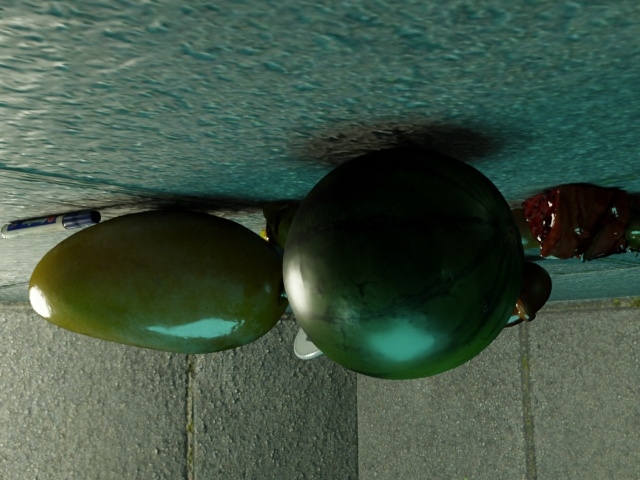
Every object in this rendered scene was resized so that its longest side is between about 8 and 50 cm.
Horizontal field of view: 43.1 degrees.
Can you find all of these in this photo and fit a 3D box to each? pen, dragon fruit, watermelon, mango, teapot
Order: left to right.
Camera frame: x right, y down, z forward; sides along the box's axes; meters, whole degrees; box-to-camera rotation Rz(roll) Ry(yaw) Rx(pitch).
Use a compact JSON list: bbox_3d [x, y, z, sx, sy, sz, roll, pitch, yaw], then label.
[{"bbox_3d":[-0.396,-0.024,1.184,0.204,0.025,0.025,-7,170,34],"label":"pen"},{"bbox_3d":[-0.227,0.057,1.127,0.383,0.199,0.221,-1,-171,12],"label":"mango"},{"bbox_3d":[0.081,0.023,0.816,0.242,0.243,0.242,-1,172,0],"label":"watermelon"},{"bbox_3d":[0.410,0.109,1.761,0.178,0.135,0.252,-40,-171,9],"label":"teapot"},{"bbox_3d":[0.365,-0.013,1.076,0.192,0.093,0.122,3,171,-26],"label":"dragon fruit"}]

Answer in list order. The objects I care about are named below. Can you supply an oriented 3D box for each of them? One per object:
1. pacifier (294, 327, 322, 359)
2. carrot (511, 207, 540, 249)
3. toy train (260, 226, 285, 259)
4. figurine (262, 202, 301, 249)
[{"bbox_3d":[0.029,0.086,1.504,0.207,0.279,0.227,45,159,-13],"label":"pacifier"},{"bbox_3d":[0.365,-0.022,1.162,0.271,0.062,0.066,-3,135,-19],"label":"carrot"},{"bbox_3d":[-0.014,0.019,1.308,0.219,0.089,0.127,2,-178,-25],"label":"toy train"},{"bbox_3d":[0.000,0.001,1.094,0.176,0.121,0.122,21,163,38],"label":"figurine"}]
